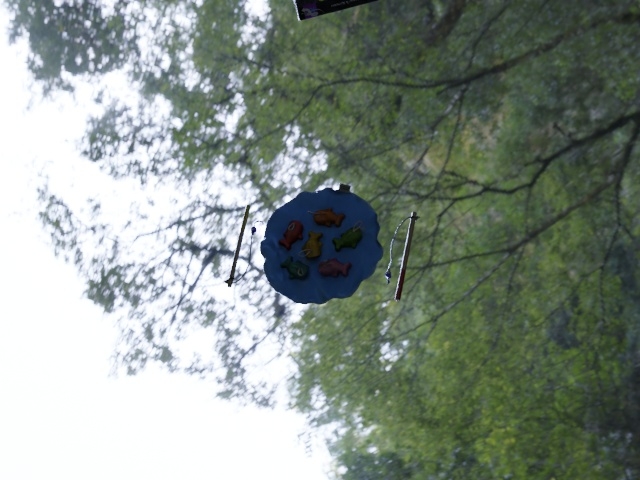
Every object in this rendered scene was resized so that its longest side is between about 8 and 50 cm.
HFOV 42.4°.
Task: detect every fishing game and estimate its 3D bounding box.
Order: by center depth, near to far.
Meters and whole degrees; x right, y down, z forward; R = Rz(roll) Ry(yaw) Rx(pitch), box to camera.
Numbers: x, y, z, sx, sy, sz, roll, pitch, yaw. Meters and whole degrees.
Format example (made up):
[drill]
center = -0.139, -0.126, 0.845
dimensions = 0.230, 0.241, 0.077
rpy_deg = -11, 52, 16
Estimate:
[fishing game]
center = 0.000, 0.000, 1.166
dimensions = 0.264, 0.041, 0.189
rpy_deg = 7, -115, 18

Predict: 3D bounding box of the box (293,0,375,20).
[box]
center = 0.035, -0.368, 1.129
dimensions = 0.162, 0.029, 0.116
rpy_deg = -14, -122, -2
